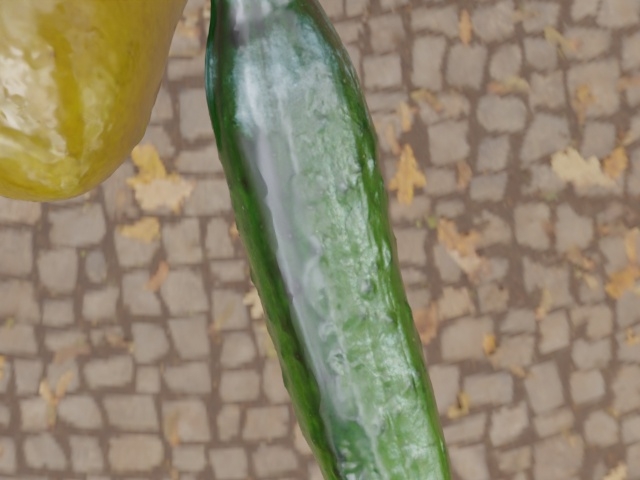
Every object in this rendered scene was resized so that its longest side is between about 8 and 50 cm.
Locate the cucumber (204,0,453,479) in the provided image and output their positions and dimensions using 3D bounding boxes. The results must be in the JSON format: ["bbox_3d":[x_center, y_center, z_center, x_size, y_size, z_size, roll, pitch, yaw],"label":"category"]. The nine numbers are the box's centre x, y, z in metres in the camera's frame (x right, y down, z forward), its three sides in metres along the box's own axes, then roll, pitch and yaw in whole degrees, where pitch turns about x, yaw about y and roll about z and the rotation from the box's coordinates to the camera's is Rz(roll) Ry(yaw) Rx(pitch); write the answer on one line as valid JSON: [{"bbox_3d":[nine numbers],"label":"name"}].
[{"bbox_3d":[0.000,0.000,0.529,0.056,0.056,0.250,-14,97,3],"label":"cucumber"}]

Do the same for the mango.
[{"bbox_3d":[-0.127,-0.134,0.651,0.167,0.262,0.130,16,145,-21],"label":"mango"}]
